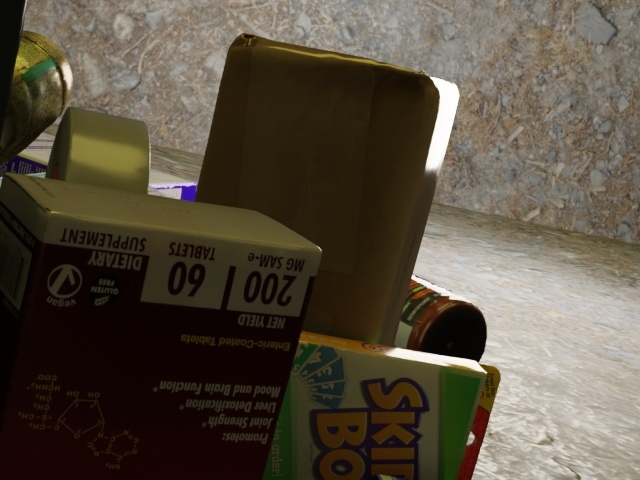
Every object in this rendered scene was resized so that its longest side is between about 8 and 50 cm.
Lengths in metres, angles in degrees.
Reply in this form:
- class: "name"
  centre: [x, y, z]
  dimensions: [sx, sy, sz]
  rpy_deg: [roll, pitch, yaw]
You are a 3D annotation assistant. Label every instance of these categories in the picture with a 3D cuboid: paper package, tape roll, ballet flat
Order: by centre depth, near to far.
- class: "paper package"
  centre: [0.000, 0.000, 0.976]
  dimensions: [0.168, 0.325, 0.309]
  rpy_deg: [15, 10, 8]
- class: "tape roll"
  centre: [-0.217, -0.009, 1.035]
  dimensions: [0.072, 0.219, 0.219]
  rpy_deg: [10, 10, -19]
- class: "ballet flat"
  centre: [-0.383, -0.078, 1.072]
  dimensions: [0.123, 0.348, 0.123]
  rpy_deg: [44, 27, -30]

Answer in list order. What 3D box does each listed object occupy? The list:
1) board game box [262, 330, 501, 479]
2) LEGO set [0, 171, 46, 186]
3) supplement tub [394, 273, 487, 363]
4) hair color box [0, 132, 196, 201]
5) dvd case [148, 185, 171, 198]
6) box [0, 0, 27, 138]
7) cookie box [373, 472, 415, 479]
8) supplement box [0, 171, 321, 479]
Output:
- class: "board game box"
  centre: [0.005, 0.132, 0.821]
  dimensions: [0.259, 0.124, 0.039]
  rpy_deg: [11, 12, -18]
- class: "LEGO set"
  centre: [-0.288, -0.014, 1.296]
  dimensions: [0.244, 0.060, 0.182]
  rpy_deg: [38, 23, 18]
- class: "supplement tub"
  centre: [0.088, 0.087, 1.273]
  dimensions: [0.106, 0.106, 0.198]
  rpy_deg: [7, 11, -37]
- class: "hair color box"
  centre: [-0.365, -0.074, 1.550]
  dimensions: [0.338, 0.110, 0.185]
  rpy_deg: [20, 13, 25]
- class: "dvd case"
  centre: [-0.176, -0.001, 1.344]
  dimensions: [0.221, 0.018, 0.164]
  rpy_deg: [29, 25, -9]
- class: "box"
  centre: [-0.301, -0.016, 0.417]
  dimensions: [0.293, 0.396, 0.212]
  rpy_deg: [21, 12, 34]
- class: "cookie box"
  centre: [0.094, 0.204, 0.784]
  dimensions: [0.107, 0.040, 0.092]
  rpy_deg: [13, 9, -13]
- class: "supplement box"
  centre: [-0.097, 0.100, 0.505]
  dimensions: [0.130, 0.239, 0.073]
  rpy_deg: [8, 13, -32]
